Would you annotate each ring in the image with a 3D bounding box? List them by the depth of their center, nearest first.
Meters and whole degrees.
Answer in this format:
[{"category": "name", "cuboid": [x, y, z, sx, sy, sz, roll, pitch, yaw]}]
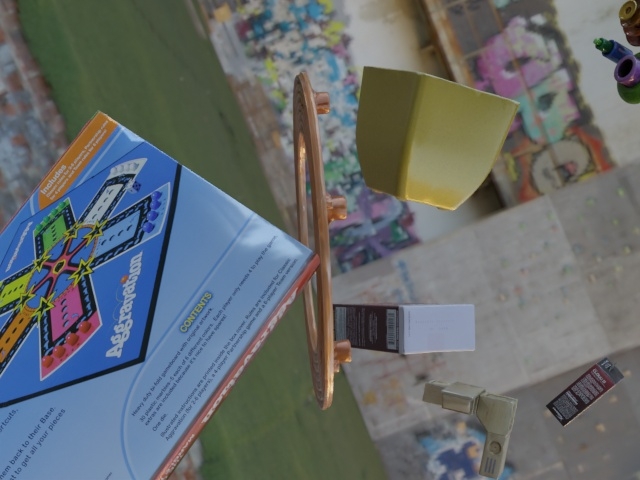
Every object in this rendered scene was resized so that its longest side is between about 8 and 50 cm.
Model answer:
[{"category": "ring", "cuboid": [0.000, 0.000, 1.015, 0.336, 0.032, 0.336, 175, -90, -86]}]

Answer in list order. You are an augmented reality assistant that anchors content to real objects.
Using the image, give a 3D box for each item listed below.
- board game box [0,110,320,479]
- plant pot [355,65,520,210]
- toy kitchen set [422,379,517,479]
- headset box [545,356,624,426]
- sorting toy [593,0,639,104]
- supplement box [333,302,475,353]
[{"category": "board game box", "cuboid": [-0.139, 0.083, 0.503, 0.145, 0.281, 0.027, 34, -11, 11]}, {"category": "plant pot", "cuboid": [0.071, -0.067, 0.686, 0.081, 0.081, 0.083, 26, -77, 61]}, {"category": "toy kitchen set", "cuboid": [0.131, 0.175, 0.933, 0.068, 0.083, 0.075, 6, 95, -71]}, {"category": "headset box", "cuboid": [0.294, 0.163, 1.106, 0.032, 0.083, 0.062, 49, 20, 16]}, {"category": "sorting toy", "cuboid": [0.279, -0.176, 0.912, 0.061, 0.042, 0.102, -5, -112, 60]}, {"category": "supplement box", "cuboid": [0.118, 0.133, 1.560, 0.239, 0.130, 0.073, -4, -94, 63]}]
